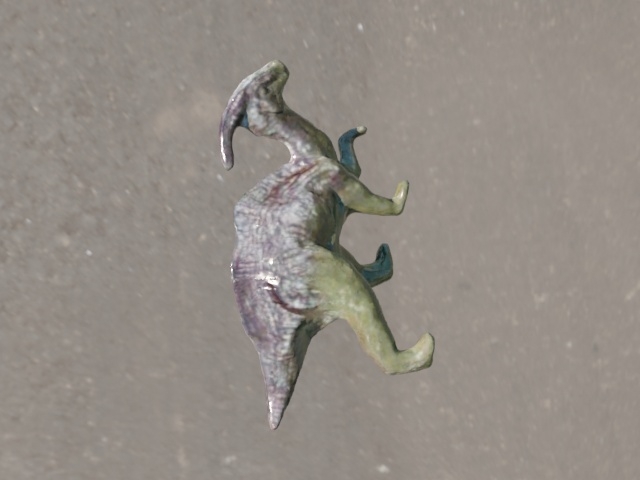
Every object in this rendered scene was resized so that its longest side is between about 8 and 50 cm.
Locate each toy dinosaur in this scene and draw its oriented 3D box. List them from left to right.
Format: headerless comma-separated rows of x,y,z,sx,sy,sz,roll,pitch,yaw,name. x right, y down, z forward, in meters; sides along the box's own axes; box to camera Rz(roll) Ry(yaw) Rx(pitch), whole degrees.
-0.003,0.000,1.023,0.162,0.077,0.294,-3,75,-24,toy dinosaur
